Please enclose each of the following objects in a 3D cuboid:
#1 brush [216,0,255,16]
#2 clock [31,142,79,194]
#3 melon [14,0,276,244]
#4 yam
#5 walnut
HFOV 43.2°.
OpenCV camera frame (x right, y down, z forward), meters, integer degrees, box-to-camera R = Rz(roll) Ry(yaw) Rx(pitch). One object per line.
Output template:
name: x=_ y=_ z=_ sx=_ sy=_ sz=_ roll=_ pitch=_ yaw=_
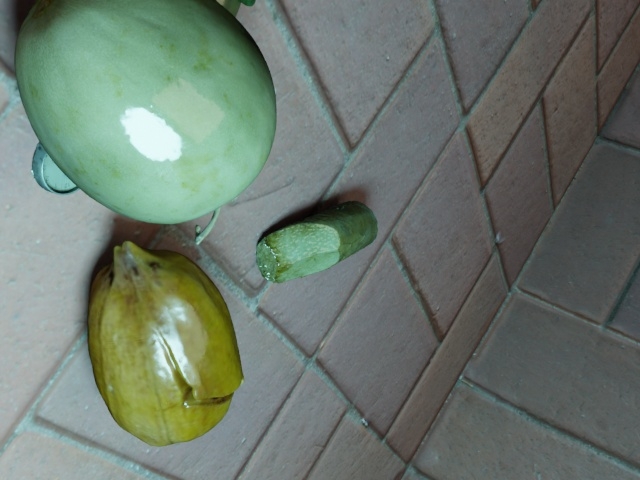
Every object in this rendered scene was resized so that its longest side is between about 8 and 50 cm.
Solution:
brush: x=-0.121 y=-0.299 z=1.066 sx=0.054 sy=0.048 sz=0.282 roll=9 pitch=106 yaw=-57
clock: x=-0.300 y=-0.094 z=0.955 sx=0.085 sy=0.017 sz=0.085 roll=-39 pitch=142 yaw=-38
melon: x=-0.178 y=-0.151 z=0.871 sx=0.271 sy=0.272 sz=0.308 roll=-66 pitch=159 yaw=3
yam: x=0.000 y=0.000 z=1.443 sx=0.259 sy=0.106 sz=0.106 roll=-27 pitch=134 yaw=-50
walnut: x=-0.215 y=0.136 z=1.097 sx=0.209 sy=0.209 sz=0.336 roll=-43 pitch=137 yaw=-35
